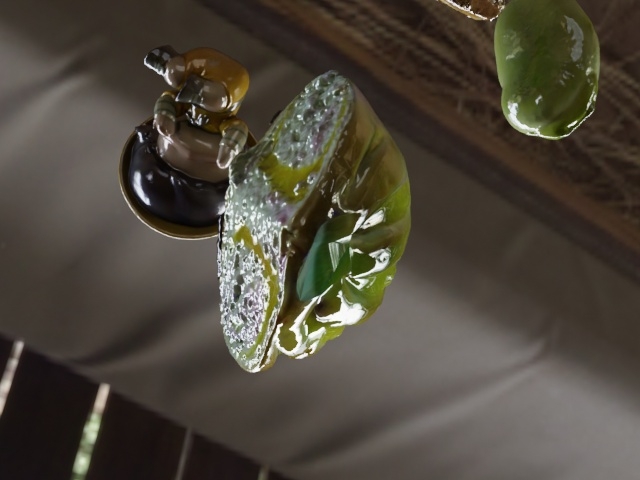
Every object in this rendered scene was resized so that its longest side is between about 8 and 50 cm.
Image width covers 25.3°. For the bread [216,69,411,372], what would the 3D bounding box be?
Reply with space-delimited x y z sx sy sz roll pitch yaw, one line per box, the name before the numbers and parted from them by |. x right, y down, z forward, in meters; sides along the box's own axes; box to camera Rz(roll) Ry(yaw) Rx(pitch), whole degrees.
bread | 0.008 -0.011 1.248 0.156 0.158 0.260 -4 113 -26

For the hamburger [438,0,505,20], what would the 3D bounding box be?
hamburger | 0.115 -0.292 1.420 0.087 0.176 0.102 -55 144 6

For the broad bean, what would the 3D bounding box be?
broad bean | 0.253 -0.197 1.605 0.124 0.174 0.082 -7 171 31

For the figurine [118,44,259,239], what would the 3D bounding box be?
figurine | -0.153 -0.125 1.833 0.192 0.167 0.256 35 131 16
